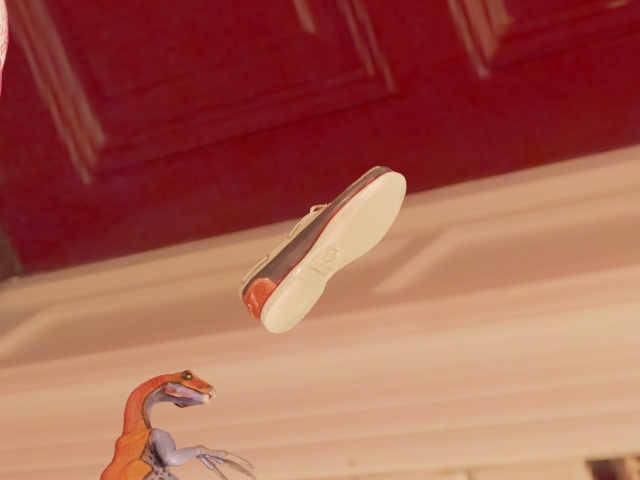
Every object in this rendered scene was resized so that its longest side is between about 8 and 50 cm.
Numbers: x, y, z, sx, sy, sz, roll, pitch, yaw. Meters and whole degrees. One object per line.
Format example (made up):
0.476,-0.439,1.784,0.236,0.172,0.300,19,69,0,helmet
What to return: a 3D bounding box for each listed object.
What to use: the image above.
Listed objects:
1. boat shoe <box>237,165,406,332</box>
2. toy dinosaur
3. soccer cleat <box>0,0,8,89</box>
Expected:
0.000,0.000,1.088,0.137,0.043,0.049,-48,136,3,boat shoe
-0.051,0.069,0.504,0.090,0.047,0.082,43,21,-50,toy dinosaur
-0.276,-0.015,0.887,0.116,0.331,0.143,32,11,-5,soccer cleat
